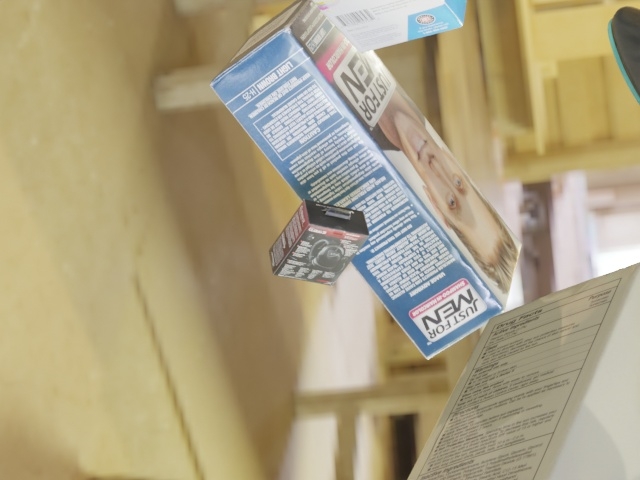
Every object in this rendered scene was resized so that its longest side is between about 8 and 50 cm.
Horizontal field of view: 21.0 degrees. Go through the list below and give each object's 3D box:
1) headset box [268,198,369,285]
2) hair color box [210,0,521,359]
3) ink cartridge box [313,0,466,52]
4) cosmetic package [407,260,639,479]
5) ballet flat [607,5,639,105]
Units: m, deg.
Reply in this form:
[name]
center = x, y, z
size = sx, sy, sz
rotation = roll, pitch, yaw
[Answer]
[headset box]
center = 0.000, 0.000, 1.541
size = 0.083, 0.062, 0.032
rotation = -56, -145, 40
[hair color box]
center = 0.053, -0.072, 1.713
size = 0.347, 0.105, 0.174
rotation = 52, 23, -12
[ink cartridge box]
center = 0.034, -0.191, 1.182
size = 0.122, 0.088, 0.052
rotation = 42, 48, -44
[cosmetic package]
center = 0.159, 0.166, 1.237
size = 0.113, 0.160, 0.309
rotation = 52, 42, -16
[ballet flat]
center = 0.361, -0.104, 1.595
size = 0.095, 0.096, 0.280
rotation = -14, 79, -47
